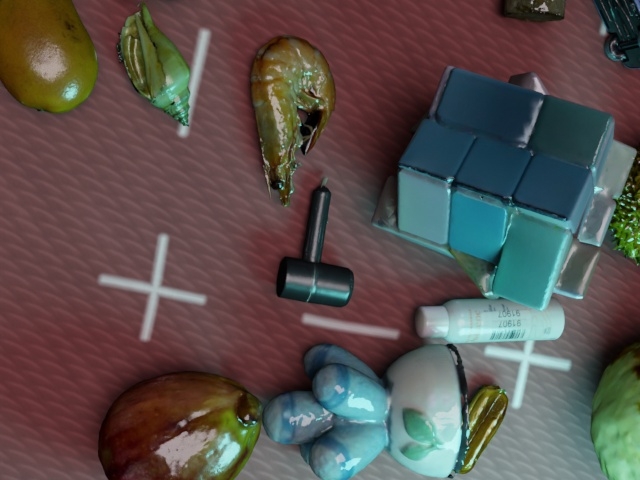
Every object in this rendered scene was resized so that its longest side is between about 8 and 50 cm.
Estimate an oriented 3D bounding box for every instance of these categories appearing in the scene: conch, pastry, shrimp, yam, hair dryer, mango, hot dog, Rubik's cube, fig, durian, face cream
[{"bbox_3d":[-0.263,-0.275,1.547,0.095,0.079,0.201,-36,85,4],"label":"conch"},{"bbox_3d":[0.671,0.314,1.681,0.388,0.388,0.313,0,133,-14],"label":"pastry"},{"bbox_3d":[-0.040,-0.202,1.621,0.152,0.063,0.287,-6,95,-25],"label":"shrimp"},{"bbox_3d":[0.379,-0.484,1.677,0.107,0.107,0.194,3,93,-15],"label":"yam"},{"bbox_3d":[0.000,0.000,1.649,0.124,0.071,0.219,9,84,-17],"label":"hair dryer"},{"bbox_3d":[-0.433,-0.302,1.478,0.151,0.120,0.221,-27,94,-14],"label":"mango"},{"bbox_3d":[0.277,0.345,1.748,0.072,0.055,0.188,35,86,-12],"label":"hot dog"},{"bbox_3d":[0.291,-0.092,1.566,0.387,0.368,0.358,22,89,19],"label":"Rubik's cube"},{"bbox_3d":[-0.220,0.321,1.544,0.263,0.224,0.224,-22,100,-15],"label":"fig"},{"bbox_3d":[0.642,-0.078,1.723,0.293,0.258,0.258,-45,104,-17],"label":"durian"},{"bbox_3d":[0.300,0.144,1.723,0.269,0.082,0.082,-1,95,-15],"label":"face cream"}]

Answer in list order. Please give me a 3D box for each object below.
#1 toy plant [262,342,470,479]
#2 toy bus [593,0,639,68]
[{"bbox_3d":[0.067,0.290,1.619,0.332,0.247,0.247,1,95,-8],"label":"toy plant"},{"bbox_3d":[0.550,-0.458,1.713,0.133,0.125,0.292,-31,100,-10],"label":"toy bus"}]
